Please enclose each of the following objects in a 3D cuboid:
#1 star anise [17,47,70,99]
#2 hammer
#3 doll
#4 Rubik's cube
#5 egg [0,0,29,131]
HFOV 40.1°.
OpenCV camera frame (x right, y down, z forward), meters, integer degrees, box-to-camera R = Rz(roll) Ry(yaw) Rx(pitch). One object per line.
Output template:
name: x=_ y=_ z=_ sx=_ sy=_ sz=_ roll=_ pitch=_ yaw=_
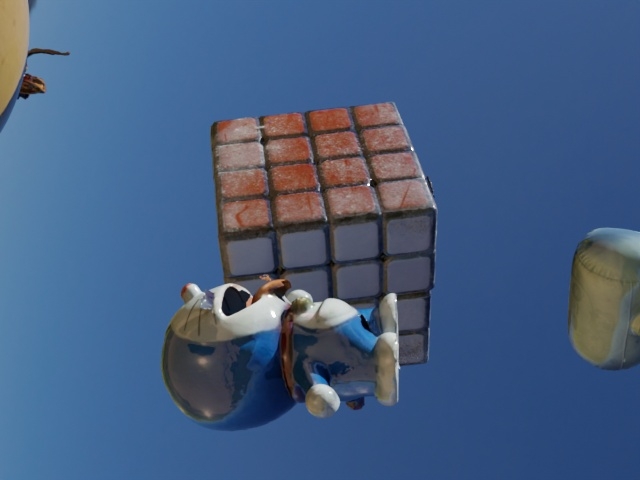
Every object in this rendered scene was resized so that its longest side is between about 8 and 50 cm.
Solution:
star anise: x=-0.520 y=-0.297 z=1.532 sx=0.070 sy=0.191 sz=0.097 roll=-73 pitch=151 yaw=-46
hammer: x=0.259 y=0.075 z=0.632 sx=0.194 sy=0.069 sz=0.116 roll=43 pitch=-31 yaw=46
doll: x=-0.039 y=0.112 z=0.901 sx=0.215 sy=0.257 sz=0.161 roll=-73 pitch=154 yaw=-71
Rubik's cube: x=0.000 y=0.000 z=1.501 sx=0.344 sy=0.344 sz=0.337 roll=-98 pitch=-177 yaw=-52
egg: x=-0.376 y=-0.174 z=0.663 sx=0.374 sy=0.301 sz=0.301 roll=98 pitch=-10 yaw=-69
